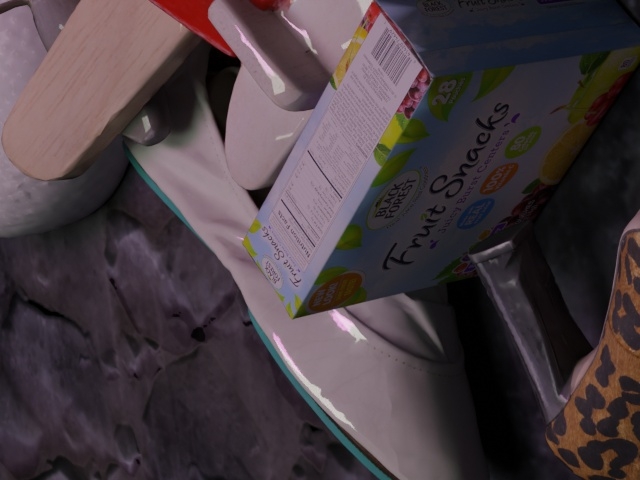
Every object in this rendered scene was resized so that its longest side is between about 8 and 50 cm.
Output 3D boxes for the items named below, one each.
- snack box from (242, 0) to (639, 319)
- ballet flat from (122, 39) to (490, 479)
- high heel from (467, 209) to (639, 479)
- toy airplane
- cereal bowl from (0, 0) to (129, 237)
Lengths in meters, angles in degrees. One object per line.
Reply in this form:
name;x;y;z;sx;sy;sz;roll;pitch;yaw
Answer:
snack box;0.071;-0.055;1.152;0.070;0.174;0.207;55;137;27
ballet flat;0.000;0.000;1.313;0.400;0.139;0.139;51;135;31
high heel;0.220;0.055;1.094;0.261;0.093;0.186;-17;105;44
toy airplane;-0.074;-0.225;1.249;0.386;0.272;0.384;-2;113;23
cereal bowl;-0.307;-0.153;1.591;0.339;0.141;0.339;24;126;37
